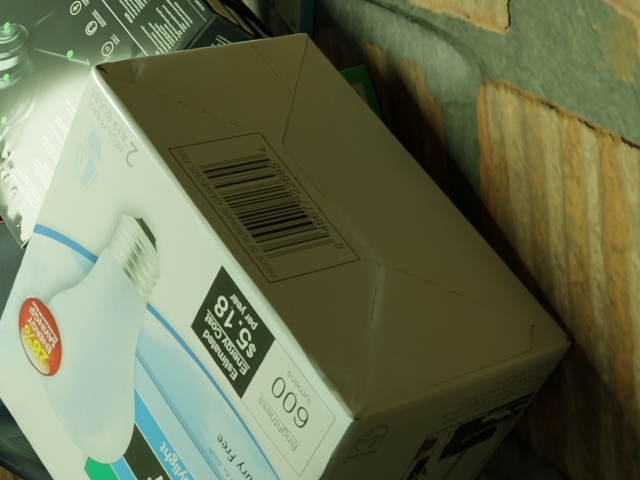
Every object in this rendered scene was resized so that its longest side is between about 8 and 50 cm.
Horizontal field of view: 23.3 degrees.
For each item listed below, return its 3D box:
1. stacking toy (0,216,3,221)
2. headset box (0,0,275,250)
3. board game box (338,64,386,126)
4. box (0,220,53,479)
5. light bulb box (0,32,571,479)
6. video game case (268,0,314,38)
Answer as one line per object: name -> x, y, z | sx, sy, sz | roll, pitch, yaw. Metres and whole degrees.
stacking toy -> -0.275, -0.063, 1.725 | 0.141, 0.330, 0.141 | 164, 90, -70
headset box -> -0.198, -0.135, 1.395 | 0.283, 0.131, 0.246 | -49, 51, 12
board game box -> 0.000, 0.000, 1.438 | 0.316, 0.064, 0.242 | 148, 105, -69
box -> -0.262, 0.122, 1.604 | 0.294, 0.296, 0.183 | -8, 55, 36
light bulb box -> -0.056, 0.094, 1.228 | 0.358, 0.225, 0.361 | 52, 135, 27
video game case -> -0.045, -0.275, 1.422 | 0.119, 0.015, 0.166 | 94, 152, -43
